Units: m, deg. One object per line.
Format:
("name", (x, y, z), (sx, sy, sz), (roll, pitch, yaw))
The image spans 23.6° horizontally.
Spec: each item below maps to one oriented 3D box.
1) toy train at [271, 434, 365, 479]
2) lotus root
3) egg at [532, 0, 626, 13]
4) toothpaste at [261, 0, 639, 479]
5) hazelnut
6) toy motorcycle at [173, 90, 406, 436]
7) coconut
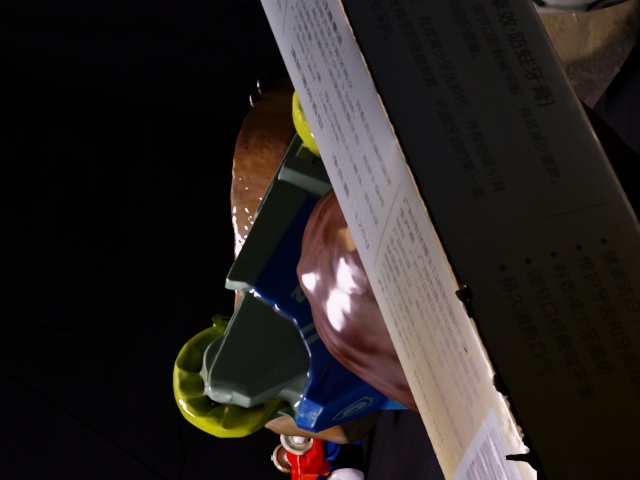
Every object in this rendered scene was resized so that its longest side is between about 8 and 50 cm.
("toy train", (0.009, 0.207, 1.843), (0.083, 0.131, 0.204), (112, 160, -54))
("lotus root", (0.000, 0.000, 1.550), (0.375, 0.111, 0.390), (51, -137, -58))
("egg", (0.096, -0.157, 0.551), (0.164, 0.131, 0.131), (118, 166, -51))
("toothpaste", (0.034, -0.042, 0.486), (0.089, 0.071, 0.313), (101, 150, -62))
("hazelnut", (0.060, 0.003, 0.601), (0.154, 0.143, 0.143), (112, 170, -78))
("toy motorcycle", (0.024, 0.031, 1.233), (0.191, 0.200, 0.326), (102, -170, -62))
("coconut", (0.090, -0.104, 0.731), (0.122, 0.116, 0.116), (107, 174, -75))
